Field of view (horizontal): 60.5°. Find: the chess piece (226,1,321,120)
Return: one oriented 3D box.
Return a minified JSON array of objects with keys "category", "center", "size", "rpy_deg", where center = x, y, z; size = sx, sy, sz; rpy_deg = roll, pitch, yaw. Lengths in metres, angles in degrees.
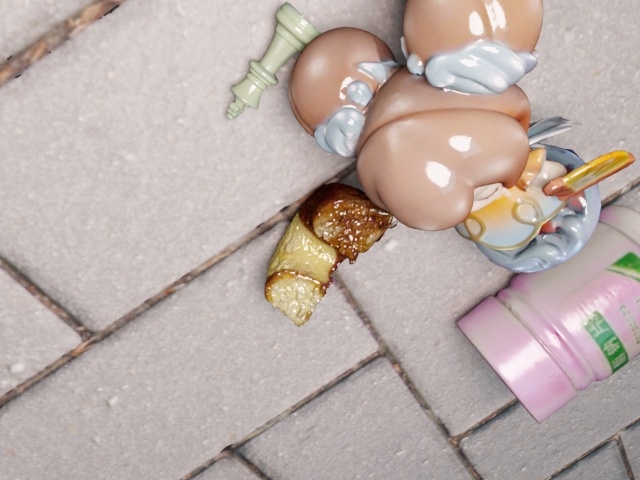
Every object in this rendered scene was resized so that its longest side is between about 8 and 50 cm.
[{"category":"chess piece","center":[-0.064,-0.201,0.646],"size":[0.059,0.059,0.149],"rpy_deg":[31,112,-30]}]

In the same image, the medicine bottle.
[{"category":"medicine bottle","center":[0.413,0.117,0.891],"size":[0.325,0.212,0.212],"rpy_deg":[-38,123,4]}]

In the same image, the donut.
[{"category":"donut","center":[0.000,0.002,0.731],"size":[0.085,0.141,0.217],"rpy_deg":[29,118,-15]}]

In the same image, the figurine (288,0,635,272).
[{"category":"figurine","center":[0.178,-0.111,0.638],"size":[0.277,0.248,0.388],"rpy_deg":[-22,157,38]}]
